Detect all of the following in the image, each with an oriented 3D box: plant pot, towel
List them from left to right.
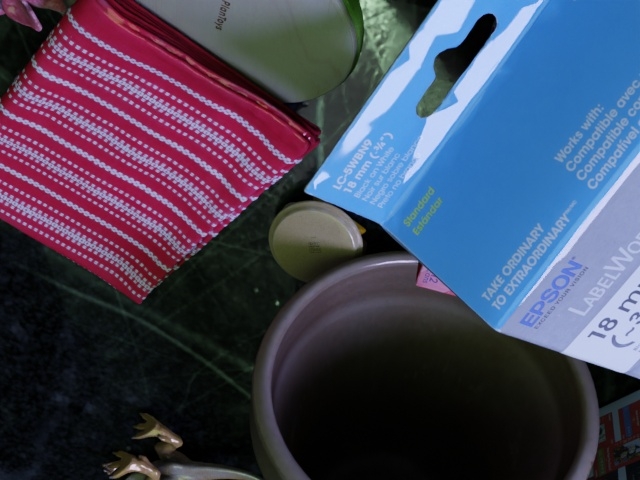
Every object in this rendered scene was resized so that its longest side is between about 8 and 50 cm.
[{"bbox_3d":[-0.150,-0.061,0.971,0.199,0.031,0.275,33,136,-18],"label":"towel"},{"bbox_3d":[0.066,0.179,1.030,0.263,0.263,0.229,12,140,1],"label":"plant pot"}]

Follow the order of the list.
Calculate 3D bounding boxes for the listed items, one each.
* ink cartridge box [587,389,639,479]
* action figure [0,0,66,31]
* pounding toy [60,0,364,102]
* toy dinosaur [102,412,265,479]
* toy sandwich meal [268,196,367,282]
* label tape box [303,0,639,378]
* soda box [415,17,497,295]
[{"bbox_3d":[0.276,0.257,0.991,0.272,0.309,0.130,-31,113,25],"label":"ink cartridge box"},{"bbox_3d":[-0.296,-0.290,0.840,0.370,0.248,0.275,42,85,-22],"label":"action figure"},{"bbox_3d":[-0.060,-0.188,0.902,0.183,0.110,0.237,38,149,-27],"label":"pounding toy"},{"bbox_3d":[-0.131,0.212,1.180,0.212,0.064,0.112,-13,138,26],"label":"toy dinosaur"},{"bbox_3d":[0.000,0.000,1.039,0.086,0.029,0.085,6,120,10],"label":"toy sandwich meal"},{"bbox_3d":[0.195,-0.045,0.835,0.334,0.106,0.240,19,116,-37],"label":"label tape box"},{"bbox_3d":[0.148,-0.079,0.934,0.092,0.083,0.263,15,122,-2],"label":"soda box"}]
